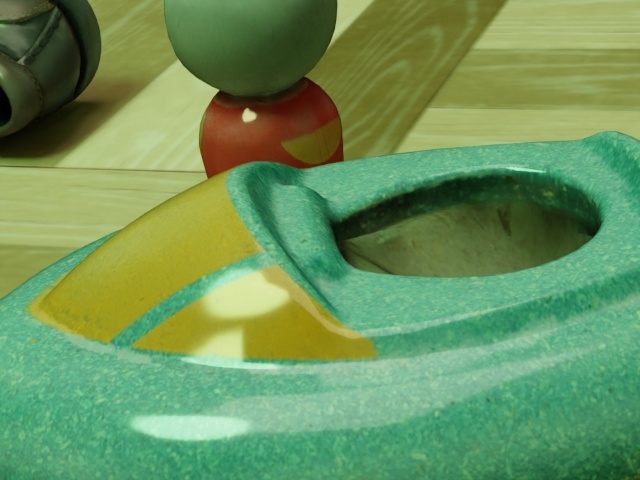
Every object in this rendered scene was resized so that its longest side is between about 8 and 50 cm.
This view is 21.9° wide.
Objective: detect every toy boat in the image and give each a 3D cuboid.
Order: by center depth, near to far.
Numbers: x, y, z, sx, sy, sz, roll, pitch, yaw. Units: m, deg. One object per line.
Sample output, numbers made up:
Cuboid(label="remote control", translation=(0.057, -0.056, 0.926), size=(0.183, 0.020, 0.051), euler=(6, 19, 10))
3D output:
Cuboid(label="toy boat", translation=(0.000, 0.000, 0.527), size=(0.267, 0.148, 0.318), euler=(-11, 26, -7))

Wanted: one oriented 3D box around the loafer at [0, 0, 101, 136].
Cuboid(label="loafer", translation=(-0.270, -0.097, 0.862), size=(0.302, 0.109, 0.095), euler=(1, 31, 12))
